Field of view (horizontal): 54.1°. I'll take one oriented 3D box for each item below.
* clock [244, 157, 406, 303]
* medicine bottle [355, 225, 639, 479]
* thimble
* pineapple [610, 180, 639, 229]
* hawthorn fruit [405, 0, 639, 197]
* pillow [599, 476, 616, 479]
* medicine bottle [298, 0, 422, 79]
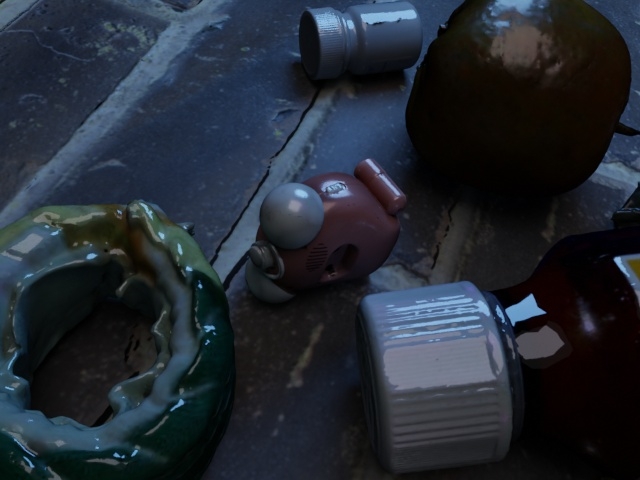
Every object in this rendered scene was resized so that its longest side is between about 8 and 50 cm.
[{"bbox_3d":[0.000,0.000,0.684,0.162,0.166,0.092,-18,59,-29],"label":"clock"},{"bbox_3d":[0.234,0.109,0.607,0.395,0.242,0.242,-5,54,2],"label":"medicine bottle"},{"bbox_3d":[-0.202,0.104,0.569,0.254,0.167,0.288,12,54,-2],"label":"thimble"},{"bbox_3d":[0.493,0.012,0.785,0.128,0.128,0.248,-34,60,-28],"label":"pineapple"},{"bbox_3d":[0.268,-0.179,0.806,0.301,0.267,0.267,26,54,6],"label":"hawthorn fruit"},{"bbox_3d":[0.308,0.327,0.572,0.135,0.034,0.211,20,52,9],"label":"pillow"},{"bbox_3d":[0.060,-0.303,0.948,0.168,0.105,0.105,-12,57,-17],"label":"medicine bottle"}]
